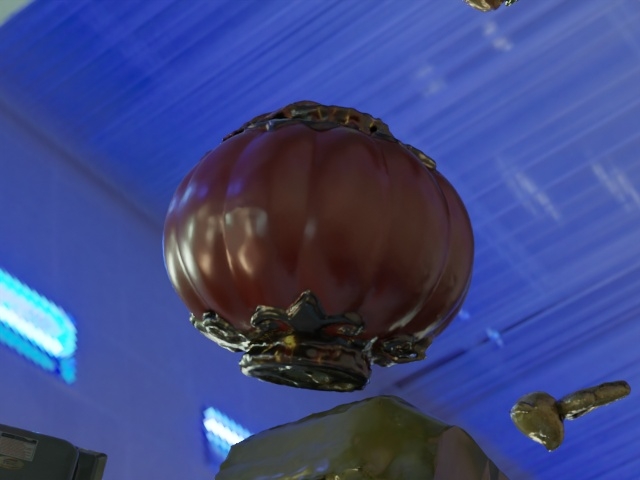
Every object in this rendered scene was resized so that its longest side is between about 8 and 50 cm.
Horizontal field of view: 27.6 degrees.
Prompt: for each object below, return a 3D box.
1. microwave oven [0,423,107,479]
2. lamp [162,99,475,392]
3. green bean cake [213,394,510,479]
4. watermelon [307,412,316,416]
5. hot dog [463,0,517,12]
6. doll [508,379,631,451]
[{"bbox_3d":[-0.290,0.215,0.917,0.241,0.194,0.145,16,-157,-7],"label":"microwave oven"},{"bbox_3d":[0.000,0.000,0.946,0.227,0.227,0.227,45,-154,-30],"label":"lamp"},{"bbox_3d":[0.041,0.213,0.564,0.233,0.124,0.236,51,-148,-26],"label":"green bean cake"},{"bbox_3d":[-0.006,0.292,1.070,0.193,0.310,0.231,-58,-38,-49],"label":"watermelon"},{"bbox_3d":[0.129,-0.265,1.212,0.055,0.072,0.188,24,-175,38],"label":"hot dog"},{"bbox_3d":[0.202,0.131,1.063,0.051,0.093,0.061,54,175,12],"label":"doll"}]
